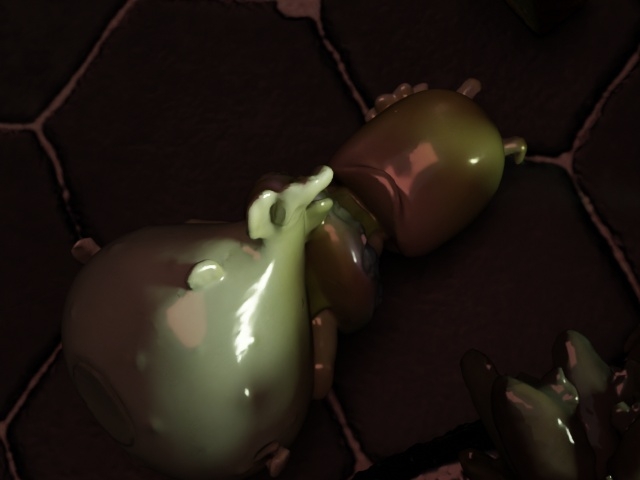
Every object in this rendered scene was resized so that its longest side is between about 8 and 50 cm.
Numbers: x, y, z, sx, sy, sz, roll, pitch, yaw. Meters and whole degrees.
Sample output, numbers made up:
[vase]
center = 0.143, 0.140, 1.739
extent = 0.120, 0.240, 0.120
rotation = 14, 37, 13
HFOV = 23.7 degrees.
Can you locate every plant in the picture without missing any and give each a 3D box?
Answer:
[plant]
center = 0.197, 0.199, 0.975
extent = 0.194, 0.181, 0.320
rotation = -7, 72, 0

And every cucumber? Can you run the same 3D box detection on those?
[cucumber]
center = 0.134, 0.164, 1.131
extent = 0.300, 0.072, 0.072
rotation = -22, 73, 0

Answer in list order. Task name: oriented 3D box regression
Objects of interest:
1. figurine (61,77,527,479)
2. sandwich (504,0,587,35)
[figurine]
center = 0.000, 0.000, 1.109
extent = 0.394, 0.274, 0.226
rotation = -35, 76, -23
[sandwich]
center = 0.135, -0.278, 1.193
extent = 0.065, 0.186, 0.214
rotation = -34, 71, -1
